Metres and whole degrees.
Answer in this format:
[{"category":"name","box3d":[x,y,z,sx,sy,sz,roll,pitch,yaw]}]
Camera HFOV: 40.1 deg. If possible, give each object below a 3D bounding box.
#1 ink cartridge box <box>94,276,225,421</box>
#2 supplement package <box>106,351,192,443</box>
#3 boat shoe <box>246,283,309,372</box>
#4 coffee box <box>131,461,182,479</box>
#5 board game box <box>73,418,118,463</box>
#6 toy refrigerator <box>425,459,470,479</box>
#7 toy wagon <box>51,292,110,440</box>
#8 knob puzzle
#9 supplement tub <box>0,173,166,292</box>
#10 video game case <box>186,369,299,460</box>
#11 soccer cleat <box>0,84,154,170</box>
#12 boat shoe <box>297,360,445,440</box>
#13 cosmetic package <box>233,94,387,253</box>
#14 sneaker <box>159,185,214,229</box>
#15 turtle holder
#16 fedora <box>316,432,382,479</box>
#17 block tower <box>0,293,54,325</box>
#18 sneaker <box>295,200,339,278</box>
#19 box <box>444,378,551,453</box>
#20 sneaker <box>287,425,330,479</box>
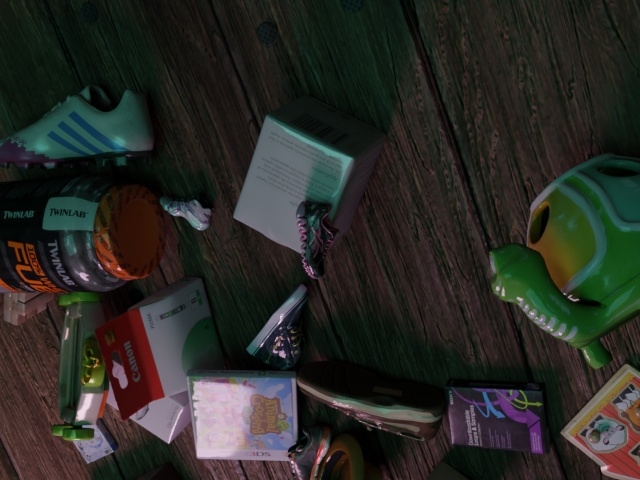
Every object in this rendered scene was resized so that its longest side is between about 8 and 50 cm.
[{"category":"ink cartridge box","box3d":[-0.275,0.188,1.536,0.056,0.224,0.181,-1,111,35]},{"category":"supplement package","box3d":[-0.318,0.277,1.662,0.179,0.105,0.105,30,119,11]},{"category":"boat shoe","box3d":[-0.051,0.155,1.520,0.083,0.065,0.183,37,126,0]},{"category":"coffee box","box3d":[-0.377,0.577,1.811,0.246,0.098,0.141,-31,95,31]},{"category":"board game box","box3d":[-0.481,0.416,1.842,0.090,0.020,0.090,-28,97,31]},{"category":"toy refrigerator","box3d":[0.183,0.523,1.539,0.102,0.094,0.270,33,120,17]},{"category":"toy wagon","box3d":[-0.432,0.226,1.596,0.344,0.068,0.267,-15,72,63]},{"category":"knob puzzle","box3d":[0.495,0.305,1.342,0.213,0.030,0.213,9,113,21]},{"category":"supplement tub","box3d":[-0.458,-0.010,1.553,0.338,0.207,0.207,-3,109,26]},{"category":"video game case","box3d":[-0.136,0.318,1.580,0.193,0.023,0.212,1,124,2]},{"category":"soccer cleat","box3d":[-0.433,-0.196,1.537,0.331,0.116,0.143,-1,94,23]},{"category":"boat shoe","box3d":[0.080,0.283,1.490,0.257,0.095,0.095,14,121,19]},{"category":"cosmetic package","box3d":[-0.015,-0.099,1.344,0.151,0.151,0.184,28,119,12]},{"category":"sneaker","box3d":[-0.228,-0.069,1.524,0.098,0.038,0.069,28,118,1]},{"category":"turtle holder","box3d":[0.366,0.027,1.145,0.320,0.243,0.227,-30,73,-5]},{"category":"fedora","box3d":[0.055,0.436,1.547,0.079,0.194,0.194,13,121,-21]},{"category":"block tower","box3d":[-0.701,0.067,1.762,0.335,0.097,0.091,19,116,18]},{"category":"sneaker","box3d":[0.000,0.000,1.269,0.057,0.047,0.119,-4,112,11]},{"category":"box","box3d":[0.288,0.287,1.431,0.162,0.029,0.116,-1,109,27]},{"category":"sneaker","box3d":[-0.034,0.397,1.596,0.064,0.061,0.158,17,107,-12]}]
